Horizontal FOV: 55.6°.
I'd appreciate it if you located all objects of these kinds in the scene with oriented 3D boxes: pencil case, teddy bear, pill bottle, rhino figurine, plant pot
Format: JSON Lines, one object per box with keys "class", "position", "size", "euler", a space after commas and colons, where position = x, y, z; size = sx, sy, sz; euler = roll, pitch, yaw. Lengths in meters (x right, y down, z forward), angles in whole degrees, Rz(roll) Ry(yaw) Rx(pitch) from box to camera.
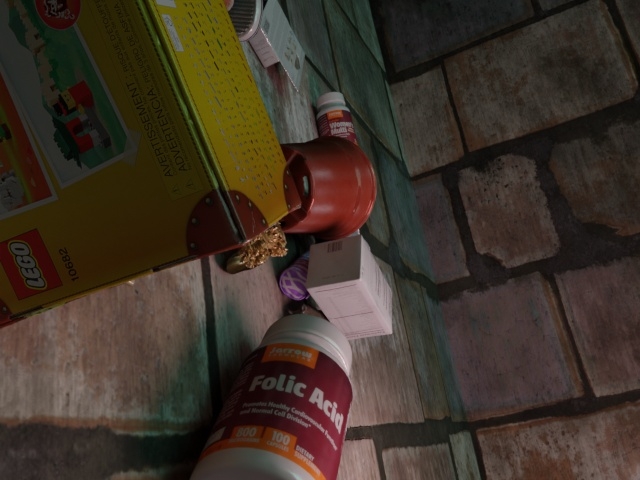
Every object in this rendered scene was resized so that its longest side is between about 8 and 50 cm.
{"class": "pencil case", "position": [-0.032, 0.081, 1.530], "size": [0.088, 0.086, 0.206], "euler": [43, 26, 3]}
{"class": "teddy bear", "position": [-0.174, -0.053, 1.217], "size": [0.245, 0.113, 0.338], "euler": [63, 12, 3]}
{"class": "pill bottle", "position": [-0.063, 0.317, 1.072], "size": [0.224, 0.224, 0.392], "euler": [64, 22, -22]}
{"class": "rhino figurine", "position": [-0.020, 0.211, 1.485], "size": [0.243, 0.073, 0.106], "euler": [31, 49, -59]}
{"class": "plant pot", "position": [-0.039, -0.127, 1.474], "size": [0.265, 0.272, 0.273], "euler": [-9, 82, -62]}
{"class": "pill bottle", "position": [0.053, -0.388, 2.083], "size": [0.121, 0.121, 0.221], "euler": [18, 57, -65]}

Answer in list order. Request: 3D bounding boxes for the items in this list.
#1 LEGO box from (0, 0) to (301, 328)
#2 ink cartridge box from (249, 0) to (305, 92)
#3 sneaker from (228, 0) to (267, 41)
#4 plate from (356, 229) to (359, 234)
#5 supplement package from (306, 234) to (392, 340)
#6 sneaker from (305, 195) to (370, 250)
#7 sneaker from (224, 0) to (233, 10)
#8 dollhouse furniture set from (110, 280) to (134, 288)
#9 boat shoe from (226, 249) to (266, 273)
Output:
{"class": "LEGO box", "position": [-0.295, -0.192, 0.680], "size": [0.501, 0.372, 0.193], "euler": [69, 20, -10]}
{"class": "ink cartridge box", "position": [-0.135, -0.610, 1.872], "size": [0.275, 0.060, 0.239], "euler": [-85, 151, -47]}
{"class": "sneaker", "position": [-0.200, -0.667, 1.656], "size": [0.127, 0.126, 0.321], "euler": [25, 51, -59]}
{"class": "plate", "position": [0.085, -0.011, 1.817], "size": [0.277, 0.045, 0.278], "euler": [-98, -177, -70]}
{"class": "supplement package", "position": [0.077, 0.122, 1.483], "size": [0.244, 0.139, 0.134], "euler": [59, 27, -44]}
{"class": "sneaker", "position": [0.000, 0.000, 1.671], "size": [0.268, 0.153, 0.101], "euler": [42, 21, 22]}
{"class": "sneaker", "position": [-0.299, -0.717, 1.485], "size": [0.302, 0.108, 0.121], "euler": [63, 20, -45]}
{"class": "dollhouse furniture set", "position": [-0.320, -0.042, 0.878], "size": [0.182, 0.101, 0.161], "euler": [45, 34, -51]}
{"class": "boat shoe", "position": [-0.163, 0.037, 1.290], "size": [0.048, 0.056, 0.153], "euler": [64, 19, 5]}
